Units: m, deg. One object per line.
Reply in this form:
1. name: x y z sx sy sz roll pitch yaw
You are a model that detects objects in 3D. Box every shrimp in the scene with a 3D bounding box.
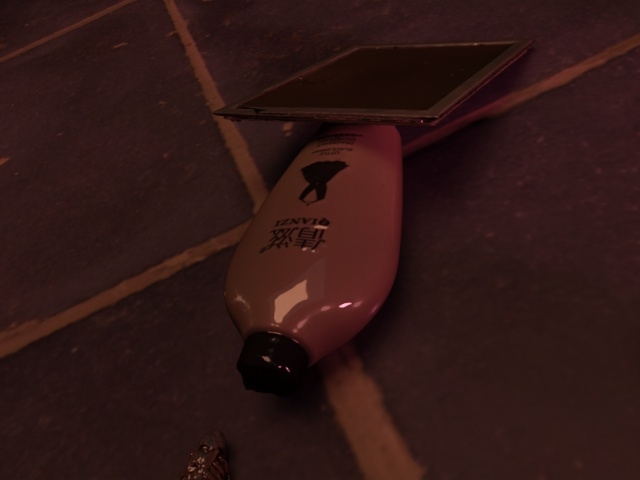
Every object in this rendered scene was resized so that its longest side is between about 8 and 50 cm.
1. shrimp: -0.077 0.162 0.358 0.038 0.029 0.092 16 60 25

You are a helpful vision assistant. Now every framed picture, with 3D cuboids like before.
1. framed picture: 0.062 -0.155 0.563 0.216 0.016 0.273 10 32 32

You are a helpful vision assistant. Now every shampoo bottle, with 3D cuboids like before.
1. shampoo bottle: 0.000 0.000 0.445 0.127 0.078 0.257 2 46 19
